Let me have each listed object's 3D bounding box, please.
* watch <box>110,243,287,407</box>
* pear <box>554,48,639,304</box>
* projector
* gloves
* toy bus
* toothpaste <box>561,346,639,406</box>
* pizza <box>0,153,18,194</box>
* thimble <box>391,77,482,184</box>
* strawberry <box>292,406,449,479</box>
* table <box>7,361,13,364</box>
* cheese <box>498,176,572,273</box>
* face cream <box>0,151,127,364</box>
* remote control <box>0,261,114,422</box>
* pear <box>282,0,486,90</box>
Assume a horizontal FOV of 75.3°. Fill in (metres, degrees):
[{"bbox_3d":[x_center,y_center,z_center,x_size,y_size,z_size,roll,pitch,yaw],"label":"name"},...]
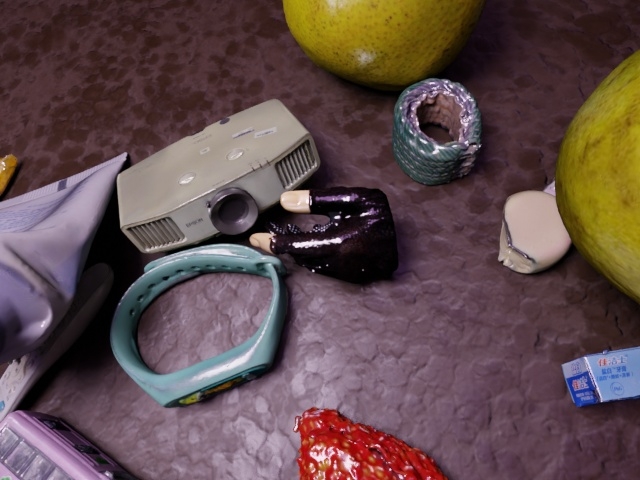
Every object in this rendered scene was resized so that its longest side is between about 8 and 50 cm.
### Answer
[{"bbox_3d":[-0.148,0.100,0.539,0.237,0.068,0.195,-22,63,1],"label":"watch"},{"bbox_3d":[0.410,-0.059,0.355,0.351,0.352,0.413,-22,24,-3],"label":"pear"},{"bbox_3d":[-0.139,-0.084,0.580,0.269,0.088,0.194,-28,44,-5],"label":"projector"},{"bbox_3d":[0.001,0.003,0.525,0.180,0.129,0.106,-11,68,3],"label":"gloves"},{"bbox_3d":[-0.287,0.279,0.458,0.198,0.096,0.108,22,66,19],"label":"toy bus"},{"bbox_3d":[0.416,0.131,0.447,0.272,0.066,0.053,-10,65,3],"label":"toothpaste"},{"bbox_3d":[-0.598,-0.082,0.690,0.130,0.041,0.178,21,70,13],"label":"pizza"},{"bbox_3d":[0.163,-0.156,0.597,0.118,0.090,0.135,-12,67,5],"label":"thimble"},{"bbox_3d":[0.064,0.264,0.415,0.174,0.098,0.228,-23,66,-4],"label":"strawberry"},{"bbox_3d":[-0.420,0.109,0.551,0.083,0.062,0.079,11,65,45],"label":"table"},{"bbox_3d":[0.288,-0.037,0.550,0.092,0.048,0.171,19,70,12],"label":"cheese"},{"bbox_3d":[-0.378,-0.004,0.518,0.234,0.137,0.420,-24,34,-3],"label":"face cream"},{"bbox_3d":[-0.355,0.131,0.562,0.073,0.044,0.229,22,75,41],"label":"remote control"},{"bbox_3d":[0.093,-0.362,0.588,0.294,0.294,0.295,-3,66,6],"label":"pear"}]
